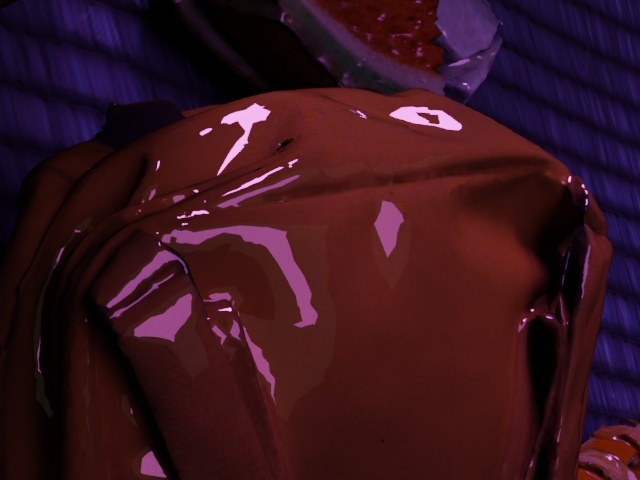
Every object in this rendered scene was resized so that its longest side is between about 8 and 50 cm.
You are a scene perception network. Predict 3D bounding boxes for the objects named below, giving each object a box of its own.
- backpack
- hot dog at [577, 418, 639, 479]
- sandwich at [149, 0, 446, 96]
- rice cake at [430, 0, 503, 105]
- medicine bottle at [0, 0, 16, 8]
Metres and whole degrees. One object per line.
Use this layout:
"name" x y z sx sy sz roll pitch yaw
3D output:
"backpack" -0.017 0.111 0.658 0.353 0.201 0.378 -1 97 -32
"hot dog" 0.182 0.196 0.860 0.109 0.072 0.269 49 34 12
"sandwich" 0.007 -0.154 0.776 0.184 0.109 0.160 35 79 -36
"rice cake" 0.008 -0.223 0.837 0.336 0.063 0.066 48 59 -22
"medicine bottle" -0.113 -0.245 0.528 0.224 0.384 0.225 12 71 -36
